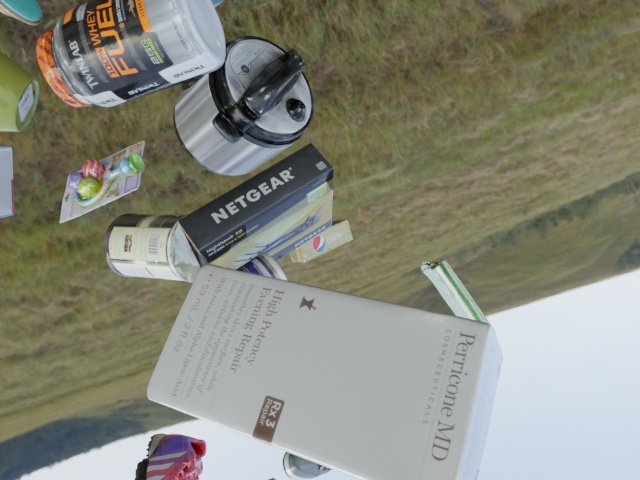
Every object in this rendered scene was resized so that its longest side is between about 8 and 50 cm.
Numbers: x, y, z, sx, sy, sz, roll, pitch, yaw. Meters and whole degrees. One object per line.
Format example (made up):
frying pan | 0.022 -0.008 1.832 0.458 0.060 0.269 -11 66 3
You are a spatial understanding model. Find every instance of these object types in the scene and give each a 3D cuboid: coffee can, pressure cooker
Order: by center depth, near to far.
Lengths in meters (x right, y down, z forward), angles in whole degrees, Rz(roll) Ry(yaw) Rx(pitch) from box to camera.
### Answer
coffee can | -0.479 0.019 1.618 0.276 0.201 0.202 2 -171 30
pressure cooker | -0.226 -0.436 1.719 0.376 0.369 0.421 3 163 -39

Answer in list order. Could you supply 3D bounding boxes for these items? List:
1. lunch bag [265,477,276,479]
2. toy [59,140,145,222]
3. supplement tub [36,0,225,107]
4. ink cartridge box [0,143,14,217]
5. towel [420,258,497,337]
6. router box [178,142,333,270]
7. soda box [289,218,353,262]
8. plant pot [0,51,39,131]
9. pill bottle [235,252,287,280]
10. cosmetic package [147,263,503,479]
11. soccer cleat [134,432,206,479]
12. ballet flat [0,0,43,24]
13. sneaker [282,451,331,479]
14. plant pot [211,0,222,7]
lunch bag | -0.173 0.562 1.058 0.219 0.090 0.176 -30 165 -2
toy | -0.501 -0.141 1.194 0.238 0.136 0.056 -17 147 18
supplement tub | -0.385 -0.402 1.103 0.339 0.206 0.207 -16 179 14
ink cartridge box | -0.643 -0.119 0.967 0.175 0.127 0.072 15 -161 22
towel | 0.355 0.156 1.402 0.038 0.247 0.325 -35 175 1
router box | -0.118 -0.035 1.118 0.309 0.081 0.242 -33 158 -14
soda box | 0.000 0.000 1.415 0.181 0.061 0.058 -24 -168 -38
plant pot | -0.832 -0.366 1.244 0.294 0.274 0.275 19 168 -13
pill bottle | -0.151 0.104 1.017 0.170 0.094 0.094 -33 -177 -19
cosmetic package | 0.002 0.099 0.392 0.231 0.117 0.085 8 157 27
soccer cleat | -0.284 0.453 1.031 0.117 0.108 0.318 0 -179 -10
ballet flat | -0.631 -0.488 1.020 0.067 0.206 0.073 -16 -139 38
sneaker | 0.062 0.550 1.409 0.296 0.123 0.178 0 152 -39
plant pot | -0.434 -0.704 1.522 0.291 0.195 0.290 -25 -151 15
